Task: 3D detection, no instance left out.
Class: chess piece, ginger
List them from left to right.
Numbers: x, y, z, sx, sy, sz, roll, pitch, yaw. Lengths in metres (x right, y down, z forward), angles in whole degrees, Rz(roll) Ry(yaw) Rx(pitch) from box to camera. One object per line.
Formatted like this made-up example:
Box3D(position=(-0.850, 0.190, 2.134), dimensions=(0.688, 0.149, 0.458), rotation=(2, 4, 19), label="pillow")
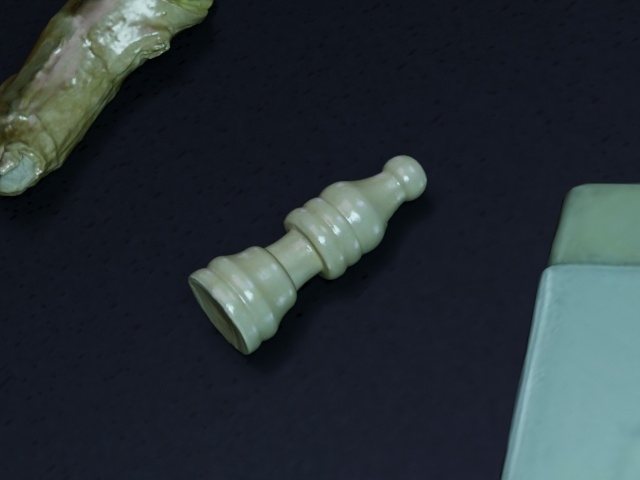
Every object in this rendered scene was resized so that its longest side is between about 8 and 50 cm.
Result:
Box3D(position=(-0.096, -0.073, 0.733), dimensions=(0.057, 0.044, 0.137), rotation=(33, 69, 18), label="ginger")
Box3D(position=(0.000, 0.000, 0.645), dimensions=(0.092, 0.035, 0.035), rotation=(-36, 49, -15), label="chess piece")

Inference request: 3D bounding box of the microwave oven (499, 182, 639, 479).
Box3D(position=(0.210, 0.153, 0.320), dimensions=(0.354, 0.218, 0.286), rotation=(1, 54, 20), label="microwave oven")
